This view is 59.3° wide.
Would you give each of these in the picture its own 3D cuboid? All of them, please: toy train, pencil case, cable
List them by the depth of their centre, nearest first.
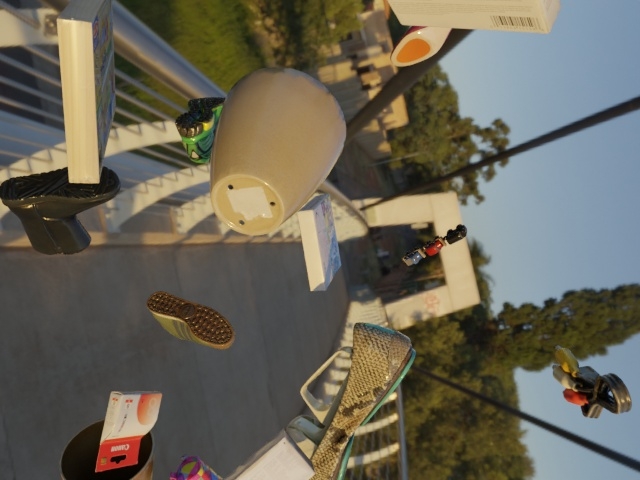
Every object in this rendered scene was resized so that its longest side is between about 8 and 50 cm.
[{"bbox_3d":[0.491,0.284,1.031,0.287,0.072,0.139,-3,81,-79],"label":"cable"},{"bbox_3d":[0.239,0.014,1.184,0.027,0.158,0.036,45,33,-23],"label":"toy train"},{"bbox_3d":[-0.360,0.766,1.755,0.236,0.105,0.104,58,19,-32],"label":"pencil case"}]

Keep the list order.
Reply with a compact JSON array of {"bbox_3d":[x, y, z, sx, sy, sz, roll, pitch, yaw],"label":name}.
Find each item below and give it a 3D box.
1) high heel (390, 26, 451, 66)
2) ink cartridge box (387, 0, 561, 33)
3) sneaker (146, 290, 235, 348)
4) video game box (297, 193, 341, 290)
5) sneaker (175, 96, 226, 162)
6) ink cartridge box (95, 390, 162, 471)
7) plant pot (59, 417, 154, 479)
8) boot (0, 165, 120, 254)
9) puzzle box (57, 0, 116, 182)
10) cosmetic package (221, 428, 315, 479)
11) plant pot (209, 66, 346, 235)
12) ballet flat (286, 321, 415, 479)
[{"bbox_3d":[0.248,-0.491,1.241,0.082,0.244,0.117,26,46,-27],"label":"high heel"},{"bbox_3d":[0.202,-0.417,0.857,0.239,0.275,0.060,34,79,-53],"label":"ink cartridge box"},{"bbox_3d":[-0.245,0.166,1.096,0.064,0.192,0.086,-58,162,-29],"label":"sneaker"},{"bbox_3d":[0.000,0.000,1.424,0.187,0.048,0.205,-46,129,-67],"label":"video game box"},{"bbox_3d":[-0.359,-0.354,1.756,0.343,0.134,0.146,-73,163,-55],"label":"sneaker"},{"bbox_3d":[-0.451,0.449,1.331,0.145,0.045,0.179,31,63,-64],"label":"ink cartridge box"},{"bbox_3d":[-0.563,0.660,1.538,0.237,0.237,0.254,-86,179,-59],"label":"plant pot"},{"bbox_3d":[-0.537,-0.059,1.225,0.207,0.247,0.094,89,-9,-56],"label":"boot"},{"bbox_3d":[-0.429,-0.316,1.059,0.409,0.052,0.272,-114,-152,-55],"label":"puzzle box"},{"bbox_3d":[-0.134,0.491,1.107,0.099,0.239,0.060,52,-5,-6],"label":"cosmetic package"},{"bbox_3d":[-0.098,-0.144,1.033,0.274,0.257,0.256,-74,152,-50],"label":"plant pot"},{"bbox_3d":[0.032,0.379,1.216,0.164,0.182,0.482,-46,160,-71],"label":"ballet flat"}]
